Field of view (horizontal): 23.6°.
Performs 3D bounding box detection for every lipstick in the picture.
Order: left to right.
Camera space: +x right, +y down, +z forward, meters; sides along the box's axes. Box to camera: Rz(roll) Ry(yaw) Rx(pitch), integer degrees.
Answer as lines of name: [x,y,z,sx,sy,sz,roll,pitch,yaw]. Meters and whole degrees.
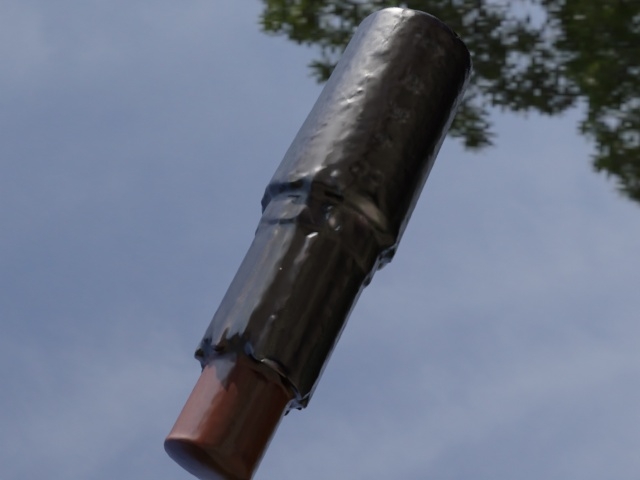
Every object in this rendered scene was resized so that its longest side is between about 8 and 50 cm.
lipstick: [0.000,0.000,0.826,0.081,0.081,0.299,41,-121,-26]
